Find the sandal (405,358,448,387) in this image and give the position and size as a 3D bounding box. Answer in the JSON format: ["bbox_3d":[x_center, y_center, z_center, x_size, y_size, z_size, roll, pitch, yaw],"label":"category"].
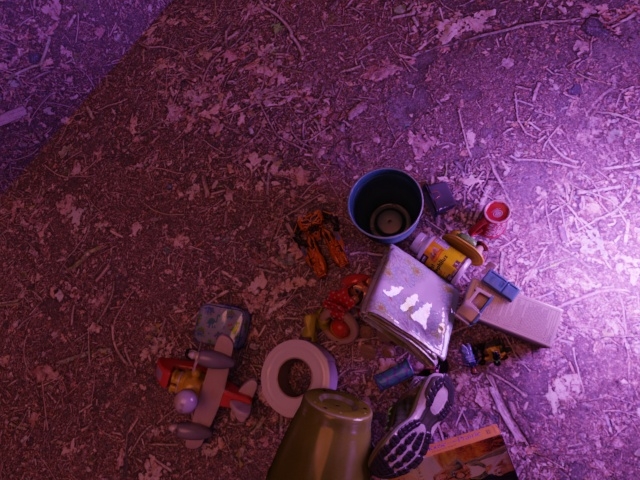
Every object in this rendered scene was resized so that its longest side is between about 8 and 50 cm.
[{"bbox_3d":[0.395,0.496,1.586,0.179,0.040,0.067,-33,69,4],"label":"sandal"}]

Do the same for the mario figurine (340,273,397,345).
[{"bbox_3d":[0.193,0.259,1.633,0.320,0.170,0.198,40,90,18],"label":"mario figurine"}]

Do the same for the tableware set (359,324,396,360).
[{"bbox_3d":[0.213,0.385,1.626,0.141,0.020,0.169,3,113,25],"label":"tableware set"}]

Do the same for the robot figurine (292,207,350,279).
[{"bbox_3d":[0.000,0.000,1.790,0.211,0.085,0.291,-27,71,5],"label":"robot figurine"}]

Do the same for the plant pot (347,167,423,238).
[{"bbox_3d":[0.256,-0.104,1.663,0.271,0.255,0.272,-3,74,12],"label":"plant pot"}]

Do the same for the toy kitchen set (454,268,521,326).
[{"bbox_3d":[0.558,0.200,1.427,0.122,0.166,0.207,38,87,20],"label":"toy kitchen set"}]

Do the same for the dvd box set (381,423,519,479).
[{"bbox_3d":[0.434,0.812,1.423,0.420,0.062,0.308,-21,96,8],"label":"dvd box set"}]

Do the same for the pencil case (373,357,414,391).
[{"bbox_3d":[0.272,0.498,1.604,0.151,0.064,0.070,-30,33,6],"label":"pencil case"}]

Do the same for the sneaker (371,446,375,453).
[{"bbox_3d":[0.174,0.817,1.546,0.074,0.063,0.170,-5,78,7],"label":"sneaker"}]

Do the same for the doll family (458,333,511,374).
[{"bbox_3d":[0.589,0.410,1.548,0.193,0.076,0.111,-18,76,14],"label":"doll family"}]

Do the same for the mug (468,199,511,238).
[{"bbox_3d":[0.637,-0.067,1.606,0.113,0.169,0.150,32,85,19],"label":"mug"}]

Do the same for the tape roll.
[{"bbox_3d":[-0.080,0.523,1.650,0.286,0.100,0.286,-6,71,19],"label":"tape roll"}]

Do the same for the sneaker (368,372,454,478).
[{"bbox_3d":[0.283,0.611,1.455,0.410,0.182,0.158,-39,105,-28],"label":"sneaker"}]

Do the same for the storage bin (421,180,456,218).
[{"bbox_3d":[0.475,-0.173,1.719,0.091,0.098,0.135,-19,72,-3],"label":"storage bin"}]

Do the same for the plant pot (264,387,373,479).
[{"bbox_3d":[0.019,0.699,1.420,0.366,0.366,0.353,14,91,17],"label":"plant pot"}]

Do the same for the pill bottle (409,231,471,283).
[{"bbox_3d":[0.452,0.062,1.645,0.215,0.117,0.117,37,87,20],"label":"pill bottle"}]

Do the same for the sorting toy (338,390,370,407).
[{"bbox_3d":[0.065,0.673,1.623,0.208,0.038,0.193,14,79,17],"label":"sorting toy"}]

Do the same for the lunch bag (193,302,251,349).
[{"bbox_3d":[-0.405,0.353,1.795,0.219,0.090,0.176,7,78,15],"label":"lunch bag"}]

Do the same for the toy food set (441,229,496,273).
[{"bbox_3d":[0.568,0.027,1.630,0.218,0.128,0.071,38,72,18],"label":"toy food set"}]

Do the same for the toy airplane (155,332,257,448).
[{"bbox_3d":[-0.438,0.585,1.644,0.384,0.272,0.386,-24,89,18],"label":"toy airplane"}]

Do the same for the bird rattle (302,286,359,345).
[{"bbox_3d":[0.063,0.302,1.651,0.207,0.143,0.253,46,122,-5],"label":"bird rattle"}]

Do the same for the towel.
[{"bbox_3d":[0.321,0.214,1.506,0.320,0.090,0.374,37,44,-6],"label":"towel"}]

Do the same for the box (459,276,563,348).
[{"bbox_3d":[0.666,0.257,1.539,0.311,0.121,0.148,22,83,18],"label":"box"}]
